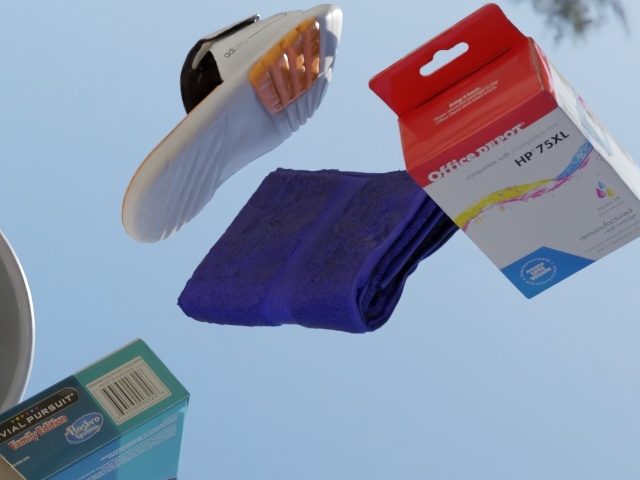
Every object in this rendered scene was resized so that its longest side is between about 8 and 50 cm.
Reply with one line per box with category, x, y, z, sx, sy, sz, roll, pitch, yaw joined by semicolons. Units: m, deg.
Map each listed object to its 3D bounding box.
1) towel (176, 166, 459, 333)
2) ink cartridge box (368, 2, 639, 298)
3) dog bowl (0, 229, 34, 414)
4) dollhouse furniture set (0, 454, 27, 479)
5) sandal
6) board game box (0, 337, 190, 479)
towel;0.000;0.000;2.003;0.308;0.076;0.227;-1;-140;49
ink cartridge box;0.157;-0.070;1.534;0.134;0.231;0.078;-32;-144;21
dog bowl;-0.432;0.089;1.837;0.102;0.348;0.349;-9;-152;47
dollhouse furniture set;-0.290;0.236;1.220;0.242;0.161;0.212;-48;-164;-16
sandal;-0.074;-0.098;1.303;0.076;0.102;0.265;28;-136;19
board game box;-0.251;0.262;1.668;0.254;0.336;0.079;-28;-119;-28
